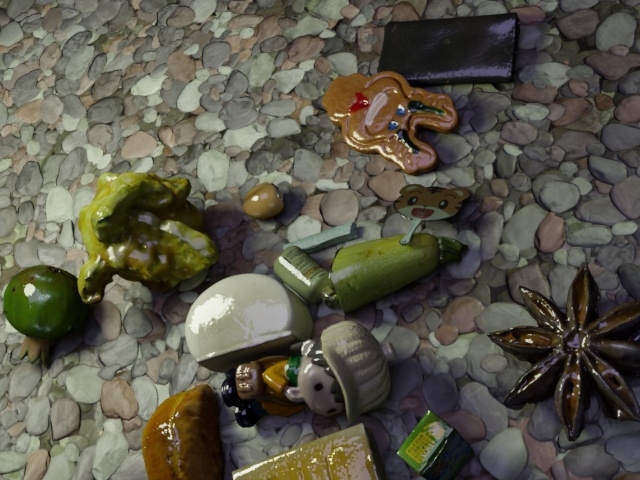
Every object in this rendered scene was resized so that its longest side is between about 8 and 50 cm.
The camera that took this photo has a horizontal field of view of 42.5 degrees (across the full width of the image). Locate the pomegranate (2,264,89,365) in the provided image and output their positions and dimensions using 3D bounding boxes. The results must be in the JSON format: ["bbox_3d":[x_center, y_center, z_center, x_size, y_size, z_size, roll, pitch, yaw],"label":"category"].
[{"bbox_3d":[-0.624,0.168,1.850,0.187,0.187,0.225,19,101,26],"label":"pomegranate"}]

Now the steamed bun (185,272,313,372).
[{"bbox_3d":[-0.147,0.163,1.685,0.242,0.146,0.164,-18,63,11],"label":"steamed bun"}]

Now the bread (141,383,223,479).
[{"bbox_3d":[-0.276,0.402,1.621,0.129,0.134,0.260,-14,61,13],"label":"bread"}]

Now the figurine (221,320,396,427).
[{"bbox_3d":[-0.020,0.257,1.591,0.332,0.185,0.204,-6,38,34],"label":"figurine"}]

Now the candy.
[{"bbox_3d":[0.203,0.370,1.433,0.062,0.194,0.097,33,79,30],"label":"candy"}]

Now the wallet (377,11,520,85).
[{"bbox_3d":[0.289,-0.432,1.882,0.321,0.044,0.170,2,75,24],"label":"wallet"}]

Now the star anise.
[{"bbox_3d":[0.464,0.202,1.474,0.332,0.117,0.331,-13,58,22],"label":"star anise"}]

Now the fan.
[{"bbox_3d":[0.209,-0.054,1.687,0.153,0.008,0.226,8,39,23],"label":"fan"}]

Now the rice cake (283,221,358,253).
[{"bbox_3d":[0.000,0.001,1.783,0.171,0.029,0.033,-18,54,9],"label":"rice cake"}]

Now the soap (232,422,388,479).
[{"bbox_3d":[-0.014,0.464,1.526,0.274,0.089,0.173,-23,60,8],"label":"soap"}]

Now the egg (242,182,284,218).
[{"bbox_3d":[-0.129,-0.086,1.840,0.096,0.080,0.080,-22,60,5],"label":"egg"}]

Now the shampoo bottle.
[{"bbox_3d":[-0.021,0.083,1.720,0.162,0.079,0.079,39,82,29],"label":"shampoo bottle"}]

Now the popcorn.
[{"bbox_3d":[-0.383,-0.029,1.759,0.321,0.326,0.290,-22,61,16],"label":"popcorn"}]

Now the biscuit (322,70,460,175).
[{"bbox_3d":[0.146,-0.280,1.845,0.334,0.047,0.202,31,86,29],"label":"biscuit"}]

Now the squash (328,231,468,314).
[{"bbox_3d":[0.152,0.032,1.669,0.287,0.137,0.137,-25,59,-1],"label":"squash"}]
